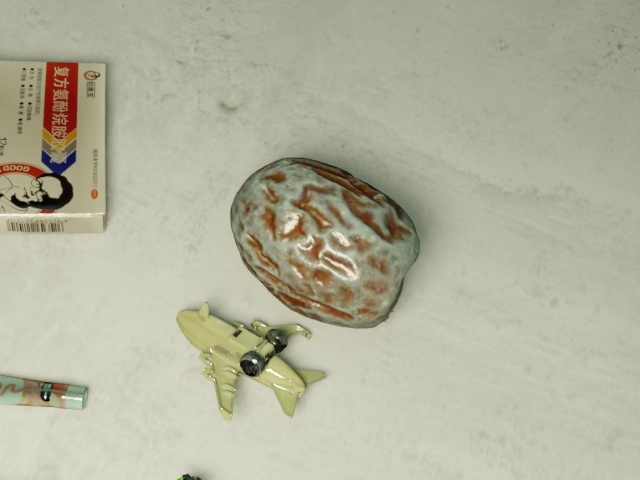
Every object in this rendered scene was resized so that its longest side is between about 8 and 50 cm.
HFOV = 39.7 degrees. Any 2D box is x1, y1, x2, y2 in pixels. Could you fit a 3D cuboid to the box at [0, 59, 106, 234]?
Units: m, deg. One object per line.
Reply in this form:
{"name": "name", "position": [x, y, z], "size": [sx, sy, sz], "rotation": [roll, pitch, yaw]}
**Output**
{"name": "box", "position": [-0.480, -0.168, 1.532], "size": [0.214, 0.069, 0.353], "rotation": [-1, 57, -13]}

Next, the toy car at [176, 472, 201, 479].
{"name": "toy car", "position": [-0.164, 0.396, 1.189], "size": [0.062, 0.071, 0.165], "rotation": [-21, 61, -9]}

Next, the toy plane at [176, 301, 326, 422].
{"name": "toy plane", "position": [-0.117, 0.170, 1.350], "size": [0.244, 0.092, 0.229], "rotation": [35, 39, 10]}

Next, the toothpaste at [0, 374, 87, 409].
{"name": "toothpaste", "position": [-0.443, 0.217, 1.280], "size": [0.205, 0.036, 0.056], "rotation": [6, 55, -3]}

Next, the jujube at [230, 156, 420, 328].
{"name": "jujube", "position": [0.003, -0.007, 1.422], "size": [0.308, 0.215, 0.246], "rotation": [25, 53, 8]}
